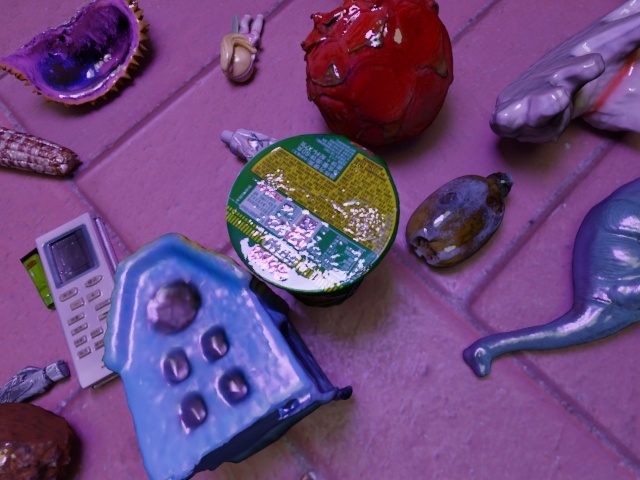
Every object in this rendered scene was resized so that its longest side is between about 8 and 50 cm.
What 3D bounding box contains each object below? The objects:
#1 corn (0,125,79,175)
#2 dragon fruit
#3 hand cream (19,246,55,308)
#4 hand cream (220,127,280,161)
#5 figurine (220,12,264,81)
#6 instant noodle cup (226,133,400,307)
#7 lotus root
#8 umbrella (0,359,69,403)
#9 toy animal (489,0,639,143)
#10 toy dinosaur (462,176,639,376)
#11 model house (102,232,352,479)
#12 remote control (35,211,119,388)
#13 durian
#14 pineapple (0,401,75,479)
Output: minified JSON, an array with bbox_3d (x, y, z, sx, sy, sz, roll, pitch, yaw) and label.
[{"bbox_3d":[-0.572,-0.168,0.802,0.237,0.079,0.080,15,74,8],"label":"corn"},{"bbox_3d":[0.090,-0.269,0.668,0.240,0.252,0.241,-2,40,2],"label":"dragon fruit"},{"bbox_3d":[-0.487,0.067,0.740,0.036,0.023,0.122,-39,68,-3],"label":"hand cream"},{"bbox_3d":[-0.071,-0.132,0.748,0.257,0.050,0.084,34,76,12],"label":"hand cream"},{"bbox_3d":[-0.154,-0.385,0.828,0.083,0.083,0.187,9,64,9],"label":"figurine"},{"bbox_3d":[0.000,0.000,0.595,0.207,0.233,0.207,-2,69,4],"label":"instant noodle cup"},{"bbox_3d":[0.222,-0.040,0.663,0.192,0.088,0.113,-40,88,-8],"label":"lotus root"},{"bbox_3d":[-0.494,0.242,0.670,0.188,0.046,0.050,-28,91,-4],"label":"umbrella"},{"bbox_3d":[0.407,-0.211,0.649,0.266,0.188,0.308,-16,27,34],"label":"toy animal"},{"bbox_3d":[0.385,0.017,0.630,0.330,0.129,0.384,1,71,16],"label":"toy dinosaur"},{"bbox_3d":[-0.134,0.137,0.569,0.215,0.237,0.303,-35,69,-4],"label":"model house"},{"bbox_3d":[-0.378,0.092,0.702,0.102,0.055,0.277,-29,72,-4],"label":"remote control"},{"bbox_3d":[-0.449,-0.382,0.831,0.260,0.154,0.187,-28,49,3],"label":"durian"},{"bbox_3d":[-0.461,0.376,0.580,0.157,0.158,0.279,22,86,13],"label":"pineapple"}]
